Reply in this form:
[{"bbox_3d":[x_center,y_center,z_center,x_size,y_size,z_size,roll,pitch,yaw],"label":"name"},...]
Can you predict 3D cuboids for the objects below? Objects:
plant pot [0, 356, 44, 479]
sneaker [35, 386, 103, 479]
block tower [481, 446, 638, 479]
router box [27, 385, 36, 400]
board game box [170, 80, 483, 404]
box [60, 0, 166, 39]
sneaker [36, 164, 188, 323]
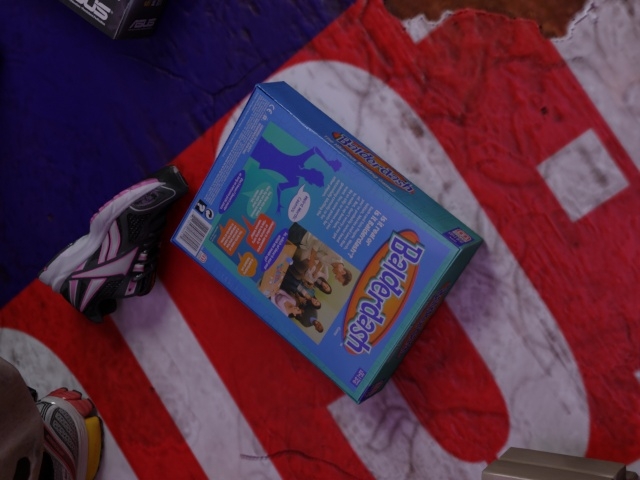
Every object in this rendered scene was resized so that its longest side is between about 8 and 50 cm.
[{"bbox_3d":[-0.413,0.153,1.093,0.305,0.334,0.334,20,109,35],"label":"plant pot"},{"bbox_3d":[-0.259,0.252,1.198,0.088,0.092,0.225,6,104,29],"label":"sneaker"},{"bbox_3d":[0.181,0.322,0.963,0.097,0.091,0.335,5,103,30],"label":"block tower"},{"bbox_3d":[-0.326,0.185,1.254,0.092,0.038,0.122,20,109,25],"label":"router box"},{"bbox_3d":[0.000,0.000,1.025,0.210,0.047,0.160,41,116,17],"label":"board game box"},{"bbox_3d":[-0.201,-0.301,1.074,0.231,0.056,0.183,37,116,18],"label":"box"},{"bbox_3d":[-0.162,0.007,1.117,0.077,0.072,0.178,49,128,-1],"label":"sneaker"}]
